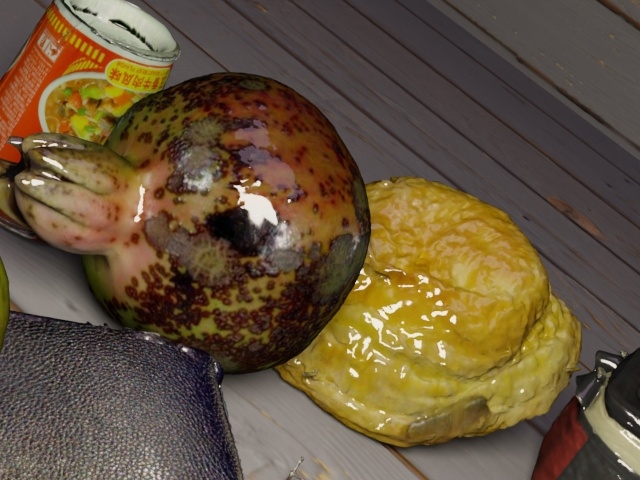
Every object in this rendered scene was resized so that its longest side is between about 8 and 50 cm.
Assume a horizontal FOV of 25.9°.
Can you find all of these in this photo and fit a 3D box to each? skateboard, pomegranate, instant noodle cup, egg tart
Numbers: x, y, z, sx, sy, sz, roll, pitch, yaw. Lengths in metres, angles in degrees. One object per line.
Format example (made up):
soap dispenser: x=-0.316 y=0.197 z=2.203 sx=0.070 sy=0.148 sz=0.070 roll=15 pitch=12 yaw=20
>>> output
skateboard: x=0.010 y=0.220 z=1.228 sx=0.083 sy=0.032 sz=0.064 roll=33 pitch=11 yaw=-5
pomegranate: x=-0.127 y=-0.027 z=1.235 sx=0.340 sy=0.285 sz=0.285 roll=12 pitch=29 yaw=-42
instant noodle cup: x=-0.243 y=-0.129 z=1.374 sx=0.193 sy=0.212 sz=0.193 roll=27 pitch=23 yaw=-13
egg tart: x=0.098 y=0.054 z=1.426 sx=0.351 sy=0.153 sz=0.339 roll=46 pitch=48 yaw=16

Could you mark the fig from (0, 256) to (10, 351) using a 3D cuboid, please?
fig: x=-0.300 y=0.055 z=0.952 sx=0.203 sy=0.203 sz=0.225 roll=37 pitch=1 yaw=12

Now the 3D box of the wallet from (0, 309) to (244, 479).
wallet: x=-0.181 y=0.151 z=1.076 sx=0.262 sy=0.071 sz=0.221 roll=18 pitch=30 yaw=-24

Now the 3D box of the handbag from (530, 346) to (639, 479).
handbag: x=0.334 y=0.213 z=1.469 sx=0.181 sy=0.181 sz=0.254 roll=38 pitch=21 yaw=12
